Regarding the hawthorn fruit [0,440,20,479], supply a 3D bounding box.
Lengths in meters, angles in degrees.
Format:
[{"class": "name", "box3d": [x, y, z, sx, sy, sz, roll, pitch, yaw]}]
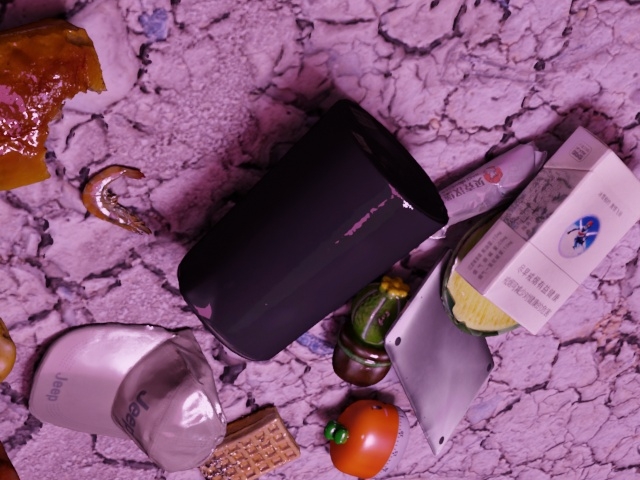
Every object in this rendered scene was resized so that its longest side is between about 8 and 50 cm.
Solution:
[{"class": "hawthorn fruit", "box3d": [-0.517, 0.340, 1.780, 0.208, 0.208, 0.248, 12, 146, -26]}]

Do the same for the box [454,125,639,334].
[{"class": "box", "box3d": [0.321, -0.010, 1.815, 0.256, 0.069, 0.164, -49, 138, 5]}]

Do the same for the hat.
[{"class": "hat", "box3d": [-0.262, 0.233, 1.822, 0.245, 0.149, 0.214, -2, 126, -30]}]

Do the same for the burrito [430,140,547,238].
[{"class": "burrito", "box3d": [0.216, -0.064, 1.805, 0.203, 0.064, 0.064, -28, 129, -1]}]

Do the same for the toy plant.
[{"class": "toy plant", "box3d": [0.078, 0.124, 1.875, 0.093, 0.093, 0.162, 11, 120, -25]}]

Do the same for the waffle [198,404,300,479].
[{"class": "waffle", "box3d": [-0.113, 0.312, 1.982, 0.148, 0.042, 0.102, -26, 129, 2]}]

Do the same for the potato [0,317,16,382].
[{"class": "potato", "box3d": [-0.553, 0.181, 1.642, 0.369, 0.195, 0.176, -26, 139, 3]}]

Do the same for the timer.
[{"class": "timer", "box3d": [0.060, 0.293, 1.996, 0.136, 0.099, 0.136, -4, 114, -10]}]

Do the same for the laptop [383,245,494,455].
[{"class": "laptop", "box3d": [0.175, 0.162, 1.912, 0.187, 0.015, 0.269, -52, 137, -29]}]

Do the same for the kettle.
[{"class": "kettle", "box3d": [-0.010, -0.010, 1.714, 0.308, 0.262, 0.203, -41, 92, 17]}]

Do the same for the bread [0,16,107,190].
[{"class": "bread", "box3d": [-0.404, -0.116, 1.437, 0.380, 0.109, 0.185, -23, 114, -31]}]

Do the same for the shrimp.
[{"class": "shrimp", "box3d": [-0.242, -0.050, 1.682, 0.114, 0.023, 0.083, 36, 105, -32]}]

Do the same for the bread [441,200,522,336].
[{"class": "bread", "box3d": [0.266, 0.036, 1.890, 0.229, 0.033, 0.228, -15, 125, -23]}]
